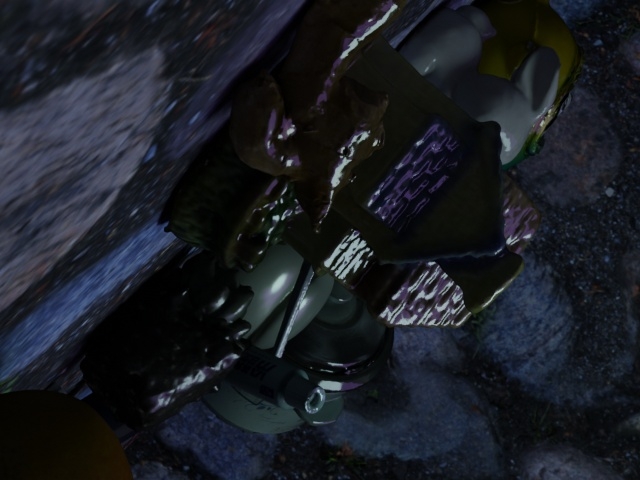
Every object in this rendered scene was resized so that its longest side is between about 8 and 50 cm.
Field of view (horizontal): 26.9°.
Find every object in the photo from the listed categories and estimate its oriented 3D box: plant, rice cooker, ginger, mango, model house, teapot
[{"bbox_3d":[-0.153,0.110,1.443,0.194,0.132,0.129,-39,175,-31],"label":"plant"},{"bbox_3d":[-0.046,0.131,1.942,0.264,0.316,0.316,6,143,-32],"label":"rice cooker"},{"bbox_3d":[0.014,-0.118,1.016,0.214,0.133,0.059,-54,-145,11],"label":"ginger"},{"bbox_3d":[-0.277,0.226,1.019,0.317,0.173,0.211,-26,169,-45],"label":"mango"},{"bbox_3d":[0.046,-0.025,1.219,0.261,0.266,0.321,-50,177,1],"label":"model house"},{"bbox_3d":[-0.033,0.013,1.640,0.318,0.149,0.220,-48,178,38],"label":"teapot"}]

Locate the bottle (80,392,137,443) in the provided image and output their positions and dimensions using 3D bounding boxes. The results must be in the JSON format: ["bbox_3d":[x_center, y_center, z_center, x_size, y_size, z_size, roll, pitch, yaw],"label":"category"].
[{"bbox_3d":[-0.233,0.201,1.619,0.244,0.072,0.082,-31,-150,-3],"label":"bottle"}]

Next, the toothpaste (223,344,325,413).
[{"bbox_3d":[-0.108,0.135,1.537,0.075,0.297,0.048,-49,133,-22],"label":"toothpaste"}]

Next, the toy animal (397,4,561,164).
[{"bbox_3d":[0.183,-0.192,1.630,0.178,0.193,0.127,-54,180,-14],"label":"toy animal"}]

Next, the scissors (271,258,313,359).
[{"bbox_3d":[0.001,0.000,1.497,0.191,0.029,0.360,-123,-131,-67],"label":"scissors"}]

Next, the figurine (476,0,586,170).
[{"bbox_3d":[0.244,-0.214,1.982,0.340,0.231,0.323,119,-12,-45],"label":"figurine"}]

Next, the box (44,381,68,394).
[{"bbox_3d":[-0.307,0.202,1.443,0.050,0.036,0.117,-43,174,-46],"label":"box"}]

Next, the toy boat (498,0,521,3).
[{"bbox_3d":[0.209,-0.303,1.411,0.068,0.088,0.226,-49,175,34],"label":"toy boat"}]
